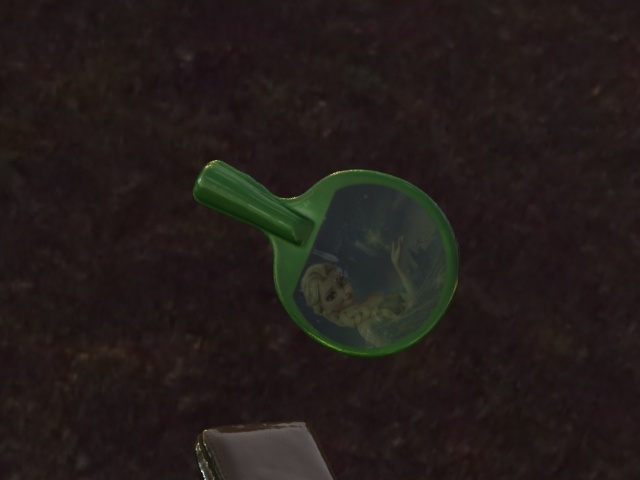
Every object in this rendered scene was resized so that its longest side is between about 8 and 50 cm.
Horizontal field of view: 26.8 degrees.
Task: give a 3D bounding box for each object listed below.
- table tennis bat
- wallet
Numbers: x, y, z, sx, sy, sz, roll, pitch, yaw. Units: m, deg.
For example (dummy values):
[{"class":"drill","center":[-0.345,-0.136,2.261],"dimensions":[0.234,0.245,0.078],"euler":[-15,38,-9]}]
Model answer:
[{"class":"table tennis bat","center":[0.000,0.000,1.174],"dimensions":[0.257,0.160,0.039],"euler":[28,7,16]},{"class":"wallet","center":[-0.026,0.200,0.978],"dimensions":[0.118,0.039,0.152],"euler":[6,46,-38]}]
